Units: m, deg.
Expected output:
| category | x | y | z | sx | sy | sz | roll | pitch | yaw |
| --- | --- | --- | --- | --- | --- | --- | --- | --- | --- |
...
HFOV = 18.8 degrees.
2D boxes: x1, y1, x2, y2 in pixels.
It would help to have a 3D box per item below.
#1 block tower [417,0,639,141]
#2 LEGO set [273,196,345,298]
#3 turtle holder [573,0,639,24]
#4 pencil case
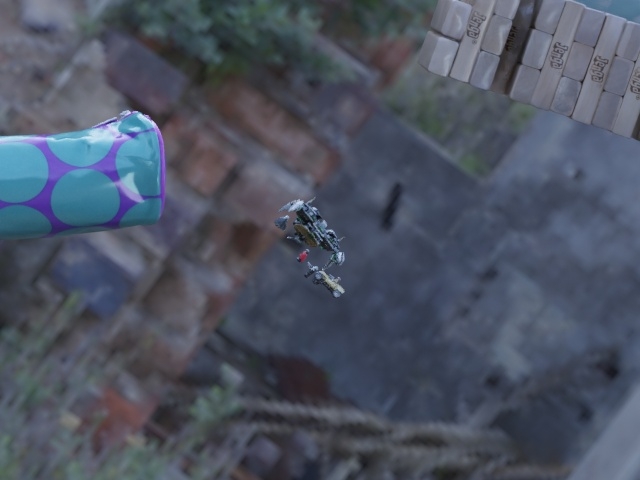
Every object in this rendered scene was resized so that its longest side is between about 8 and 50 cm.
| category | x | y | z | sx | sy | sz | roll | pitch | yaw |
| --- | --- | --- | --- | --- | --- | --- | --- | --- | --- |
| block tower | 0.253 | -0.125 | 1.537 | 0.335 | 0.091 | 0.097 | 18 | 9 | -5 |
| LEGO set | -0.002 | -0.001 | 1.160 | 0.054 | 0.023 | 0.083 | 42 | -17 | 17 |
| turtle holder | 0.215 | -0.278 | 1.687 | 0.243 | 0.227 | 0.320 | 37 | 25 | 33 |
| pencil case | -0.166 | -0.037 | 1.115 | 0.152 | 0.070 | 0.064 | -5 | -16 | -8 |
